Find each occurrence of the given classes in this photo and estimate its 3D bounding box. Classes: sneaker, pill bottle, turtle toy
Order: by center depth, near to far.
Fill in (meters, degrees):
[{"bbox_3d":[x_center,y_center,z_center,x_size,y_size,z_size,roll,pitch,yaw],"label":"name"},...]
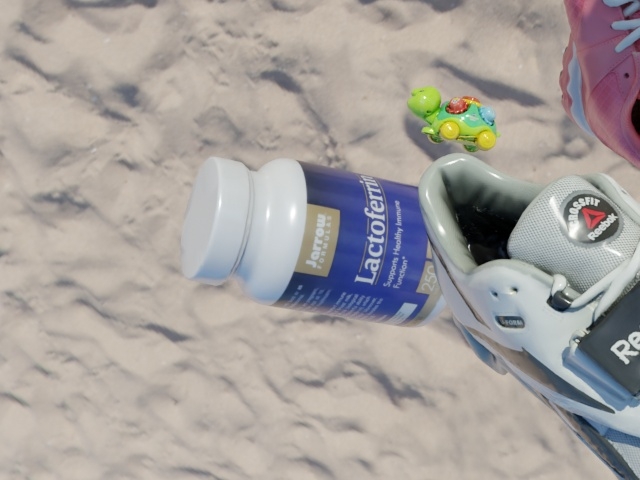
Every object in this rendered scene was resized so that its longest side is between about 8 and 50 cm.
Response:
[{"bbox_3d":[0.158,0.044,0.453,0.330,0.122,0.146,30,160,50],"label":"sneaker"},{"bbox_3d":[0.247,-0.181,0.689,0.116,0.136,0.314,-23,131,4],"label":"sneaker"},{"bbox_3d":[0.000,0.000,0.921,0.265,0.153,0.153,10,130,-22],"label":"pill bottle"},{"bbox_3d":[0.173,-0.157,1.155,0.130,0.095,0.066,15,92,-7],"label":"turtle toy"}]
